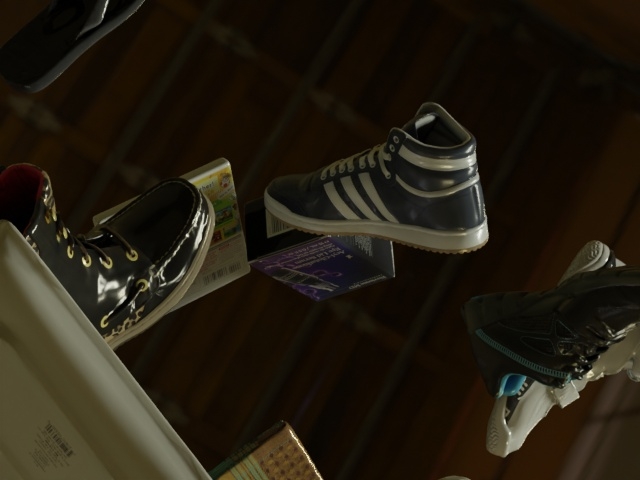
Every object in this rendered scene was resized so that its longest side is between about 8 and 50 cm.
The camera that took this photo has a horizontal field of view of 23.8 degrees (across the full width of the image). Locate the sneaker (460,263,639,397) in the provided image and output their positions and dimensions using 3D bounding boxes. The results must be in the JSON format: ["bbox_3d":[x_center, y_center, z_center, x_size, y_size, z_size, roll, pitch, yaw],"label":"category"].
[{"bbox_3d":[0.333,0.113,1.934,0.341,0.125,0.140,-19,-102,46],"label":"sneaker"}]

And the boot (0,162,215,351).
[{"bbox_3d":[-0.299,0.010,1.833,0.377,0.138,0.284,-44,146,-16],"label":"boot"}]

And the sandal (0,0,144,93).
[{"bbox_3d":[-0.287,-0.282,1.825,0.254,0.097,0.054,-53,160,-15],"label":"sandal"}]

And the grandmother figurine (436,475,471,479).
[{"bbox_3d":[0.158,0.466,2.208,0.208,0.104,0.342,58,-35,40],"label":"grandmother figurine"}]

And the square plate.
[{"bbox_3d":[-0.256,0.212,1.271,0.344,0.347,0.049,-42,174,35],"label":"square plate"}]

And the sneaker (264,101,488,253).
[{"bbox_3d":[0.059,-0.084,1.750,0.099,0.282,0.153,-45,137,-49],"label":"sneaker"}]

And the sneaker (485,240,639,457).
[{"bbox_3d":[0.410,0.201,2.328,0.366,0.210,0.137,-61,173,-1],"label":"sneaker"}]

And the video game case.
[{"bbox_3d":[-0.219,0.007,2.287,0.227,0.206,0.026,-26,-142,-24],"label":"video game case"}]

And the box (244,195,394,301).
[{"bbox_3d":[0.000,0.000,2.370,0.153,0.207,0.108,-20,-119,28],"label":"box"}]

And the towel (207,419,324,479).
[{"bbox_3d":[-0.130,0.433,1.926,0.370,0.271,0.040,-36,-157,-13],"label":"towel"}]
